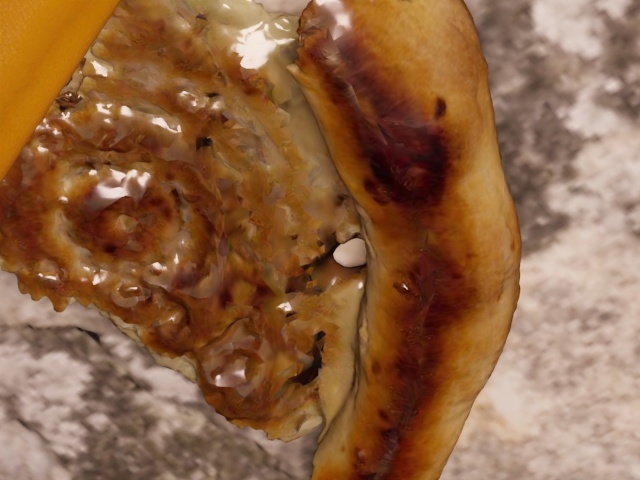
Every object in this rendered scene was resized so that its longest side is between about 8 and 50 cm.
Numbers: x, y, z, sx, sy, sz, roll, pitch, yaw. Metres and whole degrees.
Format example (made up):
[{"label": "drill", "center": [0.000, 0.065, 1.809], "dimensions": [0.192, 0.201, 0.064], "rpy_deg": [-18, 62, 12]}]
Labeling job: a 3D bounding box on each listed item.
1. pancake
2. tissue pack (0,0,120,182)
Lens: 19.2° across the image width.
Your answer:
[{"label": "pancake", "center": [0.000, 0.000, 0.730], "dimensions": [0.212, 0.056, 0.257], "rpy_deg": [-38, 117, 25]}, {"label": "tissue pack", "center": [-0.194, -0.071, 0.633], "dimensions": [0.194, 0.145, 0.274], "rpy_deg": [28, 122, -16]}]
